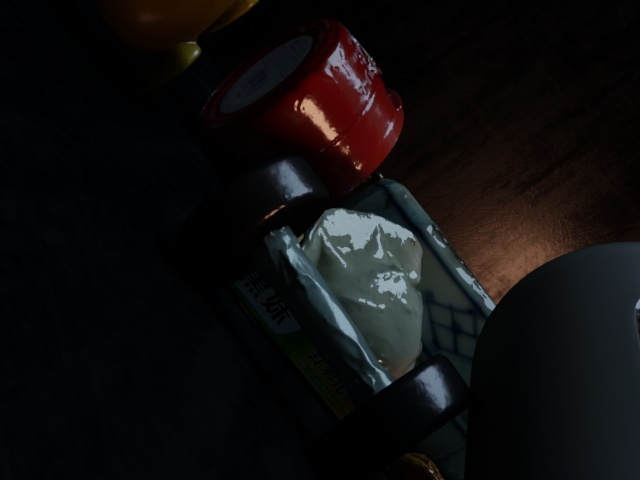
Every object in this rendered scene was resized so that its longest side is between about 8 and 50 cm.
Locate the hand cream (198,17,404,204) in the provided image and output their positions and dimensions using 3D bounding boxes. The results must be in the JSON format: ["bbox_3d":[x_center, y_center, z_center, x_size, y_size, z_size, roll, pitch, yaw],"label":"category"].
[{"bbox_3d":[-0.026,-0.151,1.196,0.149,0.230,0.230,48,6,-26],"label":"hand cream"}]

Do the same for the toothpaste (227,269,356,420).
[{"bbox_3d":[-0.009,0.075,0.717,0.178,0.037,0.043,52,5,-17],"label":"toothpaste"}]

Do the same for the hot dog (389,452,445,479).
[{"bbox_3d":[0.085,0.198,0.757,0.083,0.035,0.058,57,1,41],"label":"hot dog"}]

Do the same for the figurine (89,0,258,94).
[{"bbox_3d":[-0.168,-0.274,0.896,0.228,0.215,0.215,40,3,2],"label":"figurine"}]

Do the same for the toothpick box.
[{"bbox_3d":[0.180,0.139,0.582,0.229,0.229,0.316,52,26,-21],"label":"toothpick box"}]

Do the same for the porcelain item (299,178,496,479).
[{"bbox_3d":[0.096,0.085,1.004,0.281,0.157,0.286,51,5,-5],"label":"porcelain item"}]

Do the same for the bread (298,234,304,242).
[{"bbox_3d":[0.000,0.000,1.205,0.084,0.080,0.109,52,0,36],"label":"bread"}]

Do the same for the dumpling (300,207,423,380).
[{"bbox_3d":[0.039,0.047,0.811,0.169,0.134,0.100,39,-26,-12],"label":"dumpling"}]

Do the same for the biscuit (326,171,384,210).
[{"bbox_3d":[0.041,0.005,1.274,0.203,0.016,0.144,-31,-105,52],"label":"biscuit"}]

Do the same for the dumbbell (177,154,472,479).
[{"bbox_3d":[0.001,0.048,0.607,0.191,0.100,0.100,55,4,11],"label":"dumbbell"}]
